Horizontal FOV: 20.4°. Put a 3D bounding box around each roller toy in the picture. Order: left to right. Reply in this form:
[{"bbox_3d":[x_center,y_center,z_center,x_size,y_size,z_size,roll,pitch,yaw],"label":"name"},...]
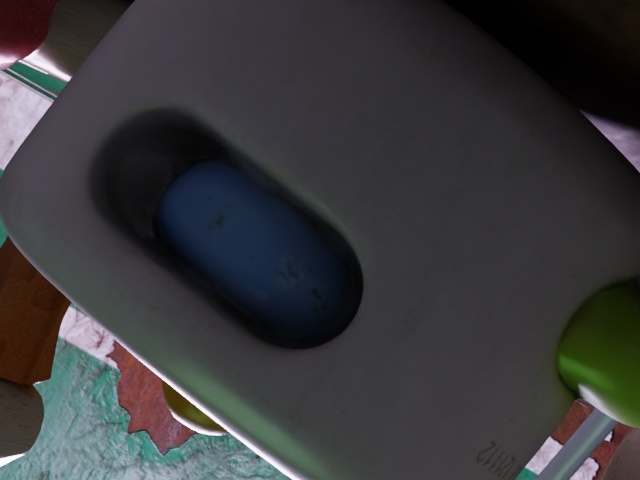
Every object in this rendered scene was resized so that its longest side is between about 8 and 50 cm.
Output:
[{"bbox_3d":[0.000,0.000,0.575,0.191,0.146,0.209,39,179,-28],"label":"roller toy"}]

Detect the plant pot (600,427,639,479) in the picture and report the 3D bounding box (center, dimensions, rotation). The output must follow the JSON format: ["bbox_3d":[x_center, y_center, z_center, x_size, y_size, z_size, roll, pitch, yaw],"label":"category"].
[{"bbox_3d":[0.330,0.240,1.170,0.229,0.263,0.263,1,158,42],"label":"plant pot"}]

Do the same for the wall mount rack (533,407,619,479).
[{"bbox_3d":[0.152,0.156,0.758,0.350,0.130,0.304,54,171,27],"label":"wall mount rack"}]

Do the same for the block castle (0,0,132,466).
[{"bbox_3d":[-0.303,-0.072,1.061,0.213,0.303,0.453,24,-178,-39],"label":"block castle"}]
